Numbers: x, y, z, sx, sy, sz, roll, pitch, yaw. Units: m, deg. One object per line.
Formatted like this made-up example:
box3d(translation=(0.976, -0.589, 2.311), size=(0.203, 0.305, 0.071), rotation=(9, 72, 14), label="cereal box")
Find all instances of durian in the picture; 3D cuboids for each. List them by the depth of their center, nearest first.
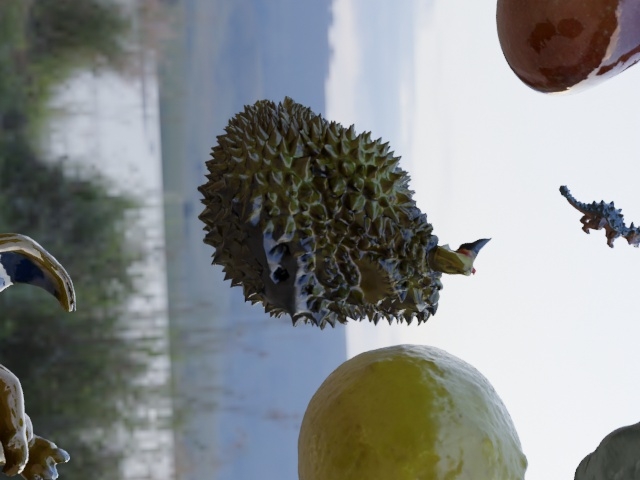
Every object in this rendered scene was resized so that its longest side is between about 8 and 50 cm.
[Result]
box3d(translation=(0.000, 0.000, 1.330), size=(0.138, 0.237, 0.193), rotation=(-37, 133, -38), label="durian")

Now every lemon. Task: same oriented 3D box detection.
box3d(translation=(0.090, 0.219, 1.737), size=(0.288, 0.234, 0.233), rotation=(-121, -151, -76), label="lemon")

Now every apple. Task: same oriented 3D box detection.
box3d(translation=(0.262, -0.238, 1.673), size=(0.162, 0.201, 0.201), rotation=(62, -3, -3), label="apple")

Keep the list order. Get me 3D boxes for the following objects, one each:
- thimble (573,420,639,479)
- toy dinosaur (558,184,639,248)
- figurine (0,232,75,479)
box3d(translation=(0.290, 0.216, 1.237), size=(0.237, 0.237, 0.150), rotation=(93, -5, -57), label="thimble")
box3d(translation=(0.399, -0.032, 2.435), size=(0.055, 0.154, 0.049), rotation=(-52, -168, 23), label="toy dinosaur")
box3d(translation=(-0.428, 0.150, 1.519), size=(0.387, 0.401, 0.268), rotation=(55, 13, -55), label="figurine")
